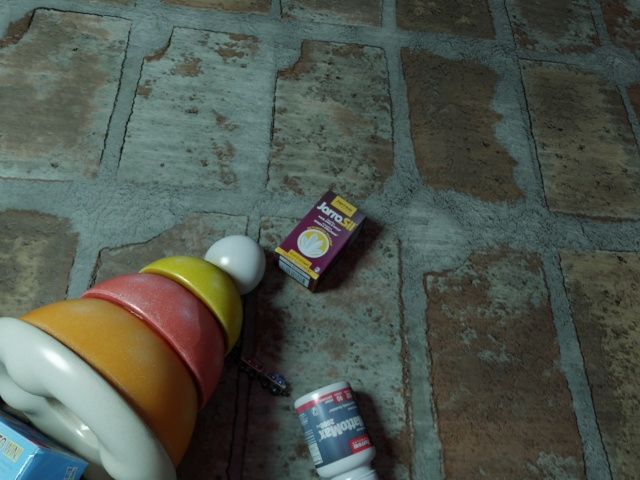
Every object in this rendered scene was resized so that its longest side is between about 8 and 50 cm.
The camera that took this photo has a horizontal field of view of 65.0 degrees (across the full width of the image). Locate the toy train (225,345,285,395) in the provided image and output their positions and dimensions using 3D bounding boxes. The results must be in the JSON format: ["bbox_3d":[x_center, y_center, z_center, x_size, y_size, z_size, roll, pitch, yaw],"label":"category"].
[{"bbox_3d":[-0.128,0.238,0.941,0.158,0.027,0.036,33,53,9],"label":"toy train"}]

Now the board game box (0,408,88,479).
[{"bbox_3d":[-0.505,0.380,0.658,0.309,0.086,0.301,7,59,35],"label":"board game box"}]

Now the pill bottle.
[{"bbox_3d":[0.033,0.346,0.864,0.108,0.108,0.180,-17,68,-16],"label":"pill bottle"}]

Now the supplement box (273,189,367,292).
[{"bbox_3d":[0.000,0.000,1.045,0.104,0.080,0.188,35,64,10],"label":"supplement box"}]

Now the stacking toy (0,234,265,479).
[{"bbox_3d":[-0.246,0.140,0.853,0.351,0.350,0.480,35,49,9],"label":"stacking toy"}]
